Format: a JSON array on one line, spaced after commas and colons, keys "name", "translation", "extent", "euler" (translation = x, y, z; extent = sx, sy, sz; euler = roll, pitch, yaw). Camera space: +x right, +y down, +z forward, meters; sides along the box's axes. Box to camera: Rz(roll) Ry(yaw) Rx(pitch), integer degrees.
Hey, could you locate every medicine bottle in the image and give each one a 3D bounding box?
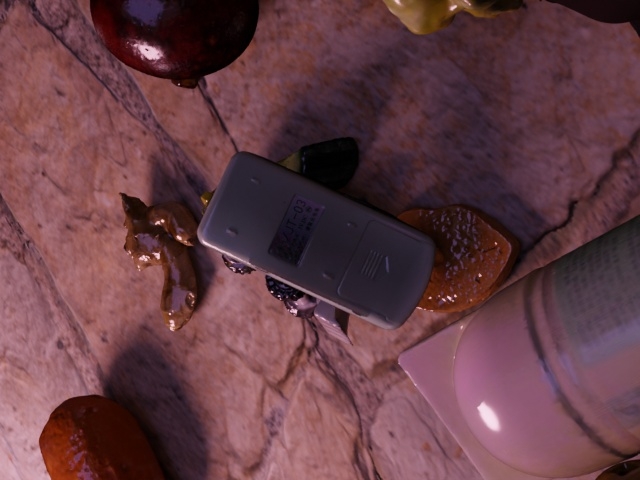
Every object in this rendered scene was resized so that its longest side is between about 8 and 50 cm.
[{"name": "medicine bottle", "translation": [0.301, 0.133, 1.308], "extent": [0.406, 0.236, 0.235], "euler": [-33, 77, 30]}]

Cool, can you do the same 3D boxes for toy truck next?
[{"name": "toy truck", "translation": [-0.049, 0.025, 1.597], "extent": [0.286, 0.136, 0.111], "euler": [37, 83, 20]}]

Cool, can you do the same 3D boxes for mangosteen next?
[{"name": "mangosteen", "translation": [-0.197, -0.314, 1.634], "extent": [0.235, 0.235, 0.261], "euler": [41, 157, 24]}]

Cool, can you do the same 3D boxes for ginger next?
[{"name": "ginger", "translation": [-0.243, 0.030, 1.766], "extent": [0.133, 0.059, 0.214], "euler": [-2, 95, 26]}]

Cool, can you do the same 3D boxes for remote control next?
[{"name": "remote control", "translation": [0.000, 0.000, 1.488], "extent": [0.296, 0.056, 0.140], "euler": [24, 88, 0]}]

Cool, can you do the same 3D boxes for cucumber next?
[{"name": "cucumber", "translation": [-0.019, -0.089, 1.578], "extent": [0.116, 0.115, 0.062], "euler": [-29, 79, 40]}]

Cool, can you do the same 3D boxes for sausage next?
[{"name": "sausage", "translation": [-0.333, 0.361, 1.796], "extent": [0.141, 0.153, 0.268], "euler": [-36, 74, 31]}]

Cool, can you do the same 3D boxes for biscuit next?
[{"name": "biscuit", "translation": [0.157, 0.024, 1.516], "extent": [0.221, 0.029, 0.141], "euler": [-7, 89, 33]}]

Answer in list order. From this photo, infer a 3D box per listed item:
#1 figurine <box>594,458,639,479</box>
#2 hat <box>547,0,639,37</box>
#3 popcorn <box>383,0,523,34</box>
[{"name": "figurine", "translation": [0.371, 0.371, 1.259], "extent": [0.167, 0.342, 0.284], "euler": [-6, 112, 45]}, {"name": "hat", "translation": [0.338, -0.310, 1.207], "extent": [0.209, 0.336, 0.238], "euler": [37, 123, 14]}, {"name": "popcorn", "translation": [0.140, -0.397, 1.324], "extent": [0.312, 0.312, 0.312], "euler": [4, 96, 33]}]
